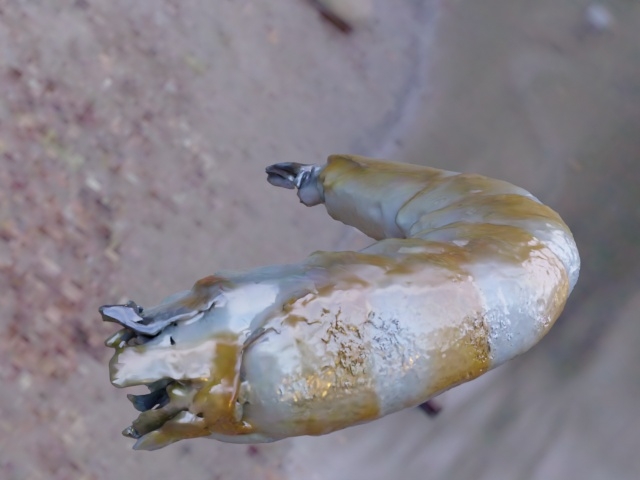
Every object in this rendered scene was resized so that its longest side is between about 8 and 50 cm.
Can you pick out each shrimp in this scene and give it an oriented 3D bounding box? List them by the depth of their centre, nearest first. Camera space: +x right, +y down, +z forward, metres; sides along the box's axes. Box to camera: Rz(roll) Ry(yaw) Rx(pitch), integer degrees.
[{"bbox_3d":[0.027,0.008,0.838,0.185,0.068,0.287,2,26,13],"label":"shrimp"}]
